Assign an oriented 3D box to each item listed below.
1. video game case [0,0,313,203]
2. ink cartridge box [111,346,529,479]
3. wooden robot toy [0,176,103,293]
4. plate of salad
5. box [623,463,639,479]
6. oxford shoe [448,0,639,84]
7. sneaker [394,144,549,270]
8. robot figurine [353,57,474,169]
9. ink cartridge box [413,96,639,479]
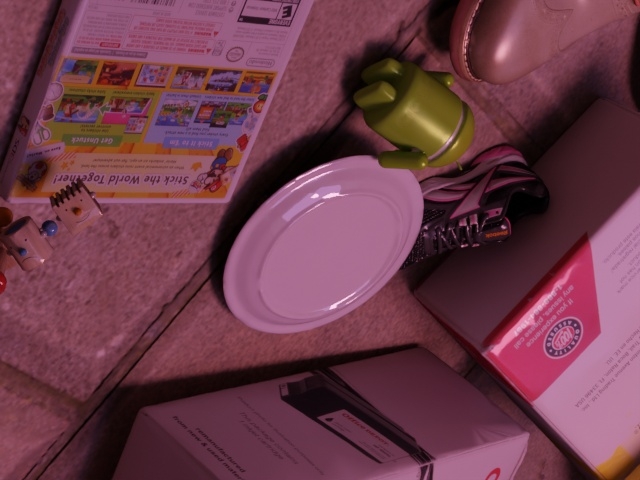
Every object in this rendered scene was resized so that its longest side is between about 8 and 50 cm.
[{"bbox_3d":[-0.121,-0.120,1.430,0.227,0.026,0.206,-1,123,-46],"label":"video game case"},{"bbox_3d":[-0.022,0.279,1.758,0.395,0.166,0.285,-8,129,-47],"label":"ink cartridge box"},{"bbox_3d":[-0.249,-0.006,1.358,0.173,0.076,0.079,-27,112,15],"label":"wooden robot toy"},{"bbox_3d":[0.000,0.000,1.645,0.199,0.048,0.200,-20,139,-19],"label":"plate of salad"},{"bbox_3d":[0.336,0.253,1.800,0.232,0.058,0.087,-44,121,-3],"label":"box"},{"bbox_3d":[0.281,-0.261,1.610,0.397,0.146,0.140,-42,144,-8],"label":"oxford shoe"},{"bbox_3d":[0.138,-0.023,1.741,0.178,0.077,0.072,-34,140,-18],"label":"sneaker"},{"bbox_3d":[0.083,-0.107,1.594,0.115,0.067,0.101,34,56,-26],"label":"robot figurine"},{"bbox_3d":[0.322,0.095,1.863,0.279,0.160,0.385,-46,121,-4],"label":"ink cartridge box"}]
